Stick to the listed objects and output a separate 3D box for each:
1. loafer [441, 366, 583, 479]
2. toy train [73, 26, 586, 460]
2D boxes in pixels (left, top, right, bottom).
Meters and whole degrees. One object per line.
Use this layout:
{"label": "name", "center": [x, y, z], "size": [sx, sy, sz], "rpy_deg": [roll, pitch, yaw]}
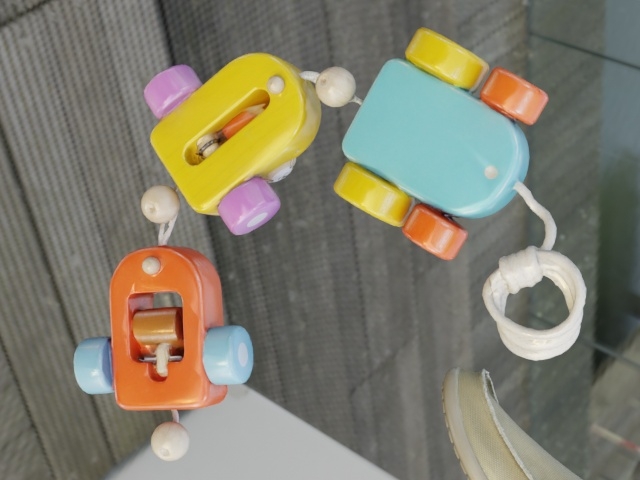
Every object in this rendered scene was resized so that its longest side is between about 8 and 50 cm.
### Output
{"label": "loafer", "center": [0.186, 0.218, 1.021], "size": [0.092, 0.269, 0.102], "rpy_deg": [-28, 158, 6]}
{"label": "toy train", "center": [0.000, 0.000, 0.391], "size": [0.046, 0.166, 0.125], "rpy_deg": [6, 75, -70]}
